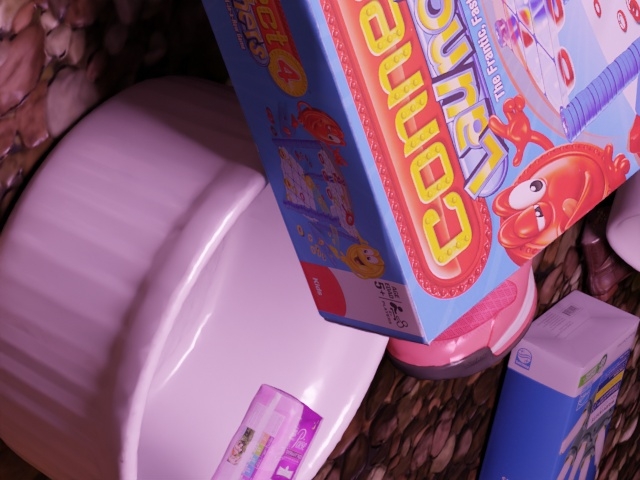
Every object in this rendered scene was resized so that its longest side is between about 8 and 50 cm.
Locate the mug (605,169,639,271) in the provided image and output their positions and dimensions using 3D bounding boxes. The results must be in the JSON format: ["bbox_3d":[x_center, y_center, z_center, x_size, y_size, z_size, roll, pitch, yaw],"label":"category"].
[{"bbox_3d":[0.433,-0.108,1.881,0.374,0.276,0.328,125,-15,-75],"label":"mug"}]

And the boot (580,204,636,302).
[{"bbox_3d":[0.285,-0.007,1.916,0.106,0.037,0.114,-54,148,-26],"label":"boot"}]

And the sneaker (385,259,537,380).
[{"bbox_3d":[0.124,-0.035,1.530,0.314,0.116,0.136,-57,144,-31],"label":"sneaker"}]

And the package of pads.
[{"bbox_3d":[-0.033,0.125,1.117,0.083,0.032,0.050,-63,157,-5],"label":"package of pads"}]

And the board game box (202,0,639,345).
[{"bbox_3d":[0.083,-0.155,1.046,0.302,0.086,0.308,-38,121,-31],"label":"board game box"}]

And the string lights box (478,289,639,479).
[{"bbox_3d":[0.218,0.192,1.911,0.133,0.076,0.260,-31,139,-51],"label":"string lights box"}]

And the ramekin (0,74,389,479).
[{"bbox_3d":[-0.075,0.038,1.156,0.277,0.135,0.277,-43,146,-39],"label":"ramekin"}]
